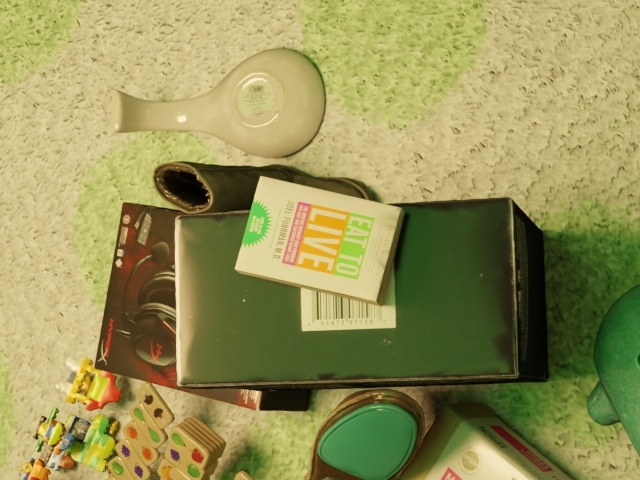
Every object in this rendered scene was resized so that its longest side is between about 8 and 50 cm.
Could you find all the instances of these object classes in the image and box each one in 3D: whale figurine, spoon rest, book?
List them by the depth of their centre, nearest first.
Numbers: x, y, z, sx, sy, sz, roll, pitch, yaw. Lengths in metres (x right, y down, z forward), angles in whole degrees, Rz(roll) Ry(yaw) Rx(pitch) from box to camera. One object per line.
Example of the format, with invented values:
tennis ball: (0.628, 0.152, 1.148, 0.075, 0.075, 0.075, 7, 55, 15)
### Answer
book: (0.000, 0.000, 1.640, 0.144, 0.035, 0.096, 12, 82, 15)
whale figurine: (0.361, 0.171, 1.738, 0.216, 0.141, 0.272, -3, 85, 33)
spoon rest: (-0.122, -0.168, 2.145, 0.276, 0.084, 0.137, -1, 86, 21)

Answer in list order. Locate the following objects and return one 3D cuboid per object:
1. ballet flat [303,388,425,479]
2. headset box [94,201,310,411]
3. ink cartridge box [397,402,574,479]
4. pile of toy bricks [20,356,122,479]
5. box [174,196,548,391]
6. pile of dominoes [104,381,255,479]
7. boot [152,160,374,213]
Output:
ballet flat: (0.038, 0.233, 1.919, 0.108, 0.106, 0.316, 25, 135, -5)
headset box: (-0.118, 0.081, 2.088, 0.293, 0.110, 0.218, 11, 92, 34)
ink cartridge box: (0.189, 0.320, 1.872, 0.235, 0.088, 0.193, 39, 108, 32)
pile of toy bricks: (-0.312, 0.266, 2.223, 0.105, 0.118, 0.212, 22, 81, 6)
box: (0.053, 0.066, 1.795, 0.343, 0.312, 0.178, -3, 83, 12)
pile of dominoes: (-0.192, 0.319, 2.094, 0.196, 0.040, 0.251, 37, 125, 19)
boot: (-0.065, -0.054, 2.004, 0.190, 0.208, 0.076, 13, 93, 34)
